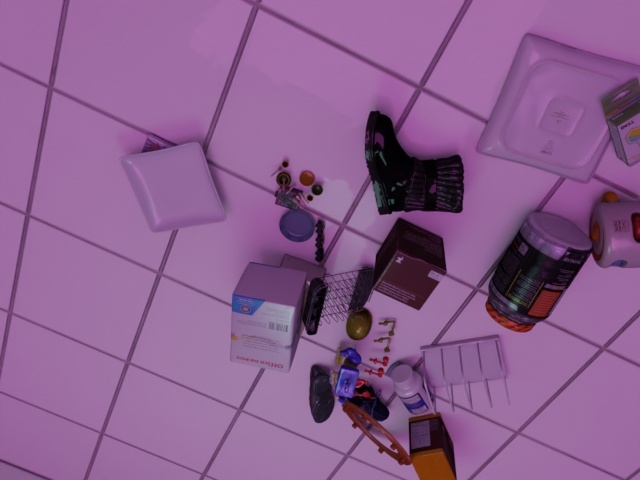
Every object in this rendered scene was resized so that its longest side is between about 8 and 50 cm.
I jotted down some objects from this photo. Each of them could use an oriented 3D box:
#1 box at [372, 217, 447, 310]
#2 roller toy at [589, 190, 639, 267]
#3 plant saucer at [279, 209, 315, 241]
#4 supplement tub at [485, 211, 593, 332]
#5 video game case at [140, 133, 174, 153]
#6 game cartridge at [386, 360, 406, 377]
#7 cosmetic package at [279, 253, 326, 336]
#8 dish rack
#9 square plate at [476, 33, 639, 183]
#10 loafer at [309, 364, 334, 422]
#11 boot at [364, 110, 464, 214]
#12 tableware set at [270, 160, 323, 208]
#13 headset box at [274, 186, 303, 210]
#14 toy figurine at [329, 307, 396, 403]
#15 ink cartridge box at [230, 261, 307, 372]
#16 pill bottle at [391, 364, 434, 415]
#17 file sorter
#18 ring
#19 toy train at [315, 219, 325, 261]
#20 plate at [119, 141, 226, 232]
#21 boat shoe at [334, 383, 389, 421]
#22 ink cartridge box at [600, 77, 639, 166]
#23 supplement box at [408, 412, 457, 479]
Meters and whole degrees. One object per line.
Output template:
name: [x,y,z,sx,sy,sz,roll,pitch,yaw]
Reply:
box: [0.274,0.070,1.723,0.168,0.203,0.167,25,121,-6]
roller toy: [0.853,-0.019,1.585,0.146,0.191,0.209,-2,120,11]
plant saucer: [-0.075,-0.050,1.813,0.119,0.021,0.119,4,121,6]
supplement tub: [0.647,0.102,1.681,0.207,0.207,0.338,18,121,-2]
video game case: [-0.489,-0.218,1.779,0.201,0.023,0.183,29,120,-8]
game cartridge: [0.285,0.485,2.075,0.056,0.017,0.083,30,120,-13]
cosmetic package: [-0.106,0.217,1.923,0.160,0.113,0.310,19,122,-2]
dish rack: [0.071,0.191,1.830,0.271,0.074,0.208,-9,131,-29]
square plate: [0.653,-0.342,1.511,0.347,0.049,0.344,16,121,-1]
loafer: [-0.002,0.597,2.162,0.096,0.084,0.268,-13,126,-19]
boot: [0.276,-0.223,1.588,0.260,0.131,0.348,-3,131,18]
tableware set: [-0.070,-0.181,1.715,0.104,0.024,0.154,-43,97,3]
headset box: [-0.104,-0.138,1.760,0.083,0.032,0.062,18,121,-4]
toy figurine: [0.132,0.445,1.919,0.191,0.217,0.363,18,109,6]
ink cartridge box: [-0.165,0.245,1.768,0.198,0.197,0.270,10,121,5]
pill bottle: [0.334,0.545,2.034,0.112,0.112,0.187,-21,122,20]
file sorter: [0.510,0.480,1.945,0.277,0.173,0.193,-13,118,15]
ring: [0.202,0.735,2.096,0.336,0.032,0.337,39,159,19]
toy train: [0.000,0.000,1.822,0.027,0.036,0.158,18,126,25]
plate: [-0.460,-0.169,1.764,0.277,0.045,0.277,-9,118,13]
boat shoe: [0.169,0.597,2.107,0.258,0.109,0.089,36,116,-15]
ink cartridge box: [0.825,-0.306,1.457,0.109,0.062,0.209,-32,126,11]
supplement box: [0.432,0.811,2.138,0.129,0.194,0.191,-17,116,17]
